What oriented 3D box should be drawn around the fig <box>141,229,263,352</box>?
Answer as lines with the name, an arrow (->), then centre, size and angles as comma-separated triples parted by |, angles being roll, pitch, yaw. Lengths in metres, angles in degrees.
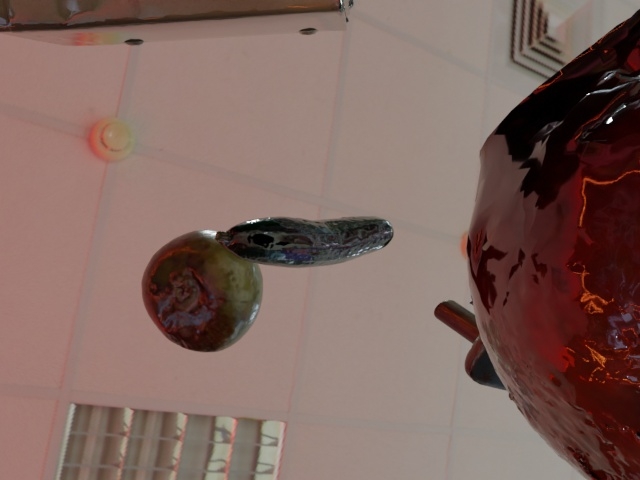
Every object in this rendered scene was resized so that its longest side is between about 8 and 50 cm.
fig -> -0.168, 0.078, 1.000 | 0.180, 0.191, 0.181 | -2, -104, 10

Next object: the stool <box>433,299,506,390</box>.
stool -> 0.444, 0.148, 1.427 | 0.310, 0.226, 0.311 | 16, -66, -28

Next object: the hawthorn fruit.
hawthorn fruit -> 0.225, 0.009, 0.375 | 0.315, 0.316, 0.316 | 3, -96, -31

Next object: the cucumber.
cucumber -> 0.000, 0.000, 0.696 | 0.284, 0.056, 0.056 | -4, -92, -54

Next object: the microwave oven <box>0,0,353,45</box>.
microwave oven -> -0.135, -0.381, 0.569 | 0.332, 0.247, 0.395 | -3, -77, 2
